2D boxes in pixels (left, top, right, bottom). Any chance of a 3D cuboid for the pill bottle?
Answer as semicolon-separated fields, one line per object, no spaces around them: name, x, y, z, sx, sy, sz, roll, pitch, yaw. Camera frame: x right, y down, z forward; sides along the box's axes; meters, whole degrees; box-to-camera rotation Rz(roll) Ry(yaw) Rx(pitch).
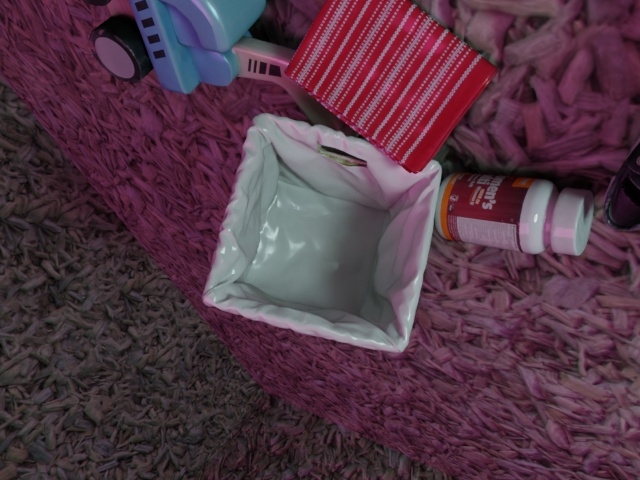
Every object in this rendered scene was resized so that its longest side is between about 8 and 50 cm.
pill bottle;0.309;-0.044;0.810;0.221;0.121;0.121;12;140;39

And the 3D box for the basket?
basket;0.000;0.000;0.893;0.329;0.330;0.266;15;170;-4

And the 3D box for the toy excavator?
toy excavator;-0.154;-0.342;0.863;0.446;0.222;0.432;17;146;19

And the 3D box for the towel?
towel;0.097;-0.253;0.751;0.275;0.031;0.198;39;115;3

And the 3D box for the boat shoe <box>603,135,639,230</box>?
boat shoe;0.408;-0.093;0.568;0.108;0.102;0.301;47;173;19
